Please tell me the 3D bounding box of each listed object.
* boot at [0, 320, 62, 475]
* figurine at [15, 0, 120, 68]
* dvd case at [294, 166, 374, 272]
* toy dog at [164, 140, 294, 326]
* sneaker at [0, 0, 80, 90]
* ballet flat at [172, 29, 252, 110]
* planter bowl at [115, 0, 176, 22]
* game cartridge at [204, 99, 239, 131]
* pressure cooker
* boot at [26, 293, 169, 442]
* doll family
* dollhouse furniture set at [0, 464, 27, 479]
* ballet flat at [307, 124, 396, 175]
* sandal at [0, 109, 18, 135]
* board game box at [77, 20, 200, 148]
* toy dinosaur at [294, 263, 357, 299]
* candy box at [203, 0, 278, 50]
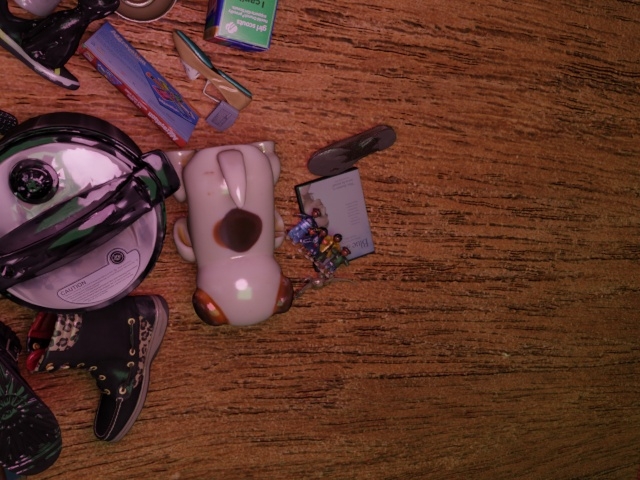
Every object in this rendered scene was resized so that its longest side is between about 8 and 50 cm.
[{"bbox_3d":[-0.697,0.324,1.325,0.131,0.260,0.348,-29,112,-22],"label":"boot"},{"bbox_3d":[-0.484,-0.475,1.155,0.209,0.215,0.092,-27,160,20],"label":"figurine"},{"bbox_3d":[0.042,-0.054,1.617,0.180,0.022,0.253,-19,113,-14],"label":"dvd case"},{"bbox_3d":[-0.180,-0.011,1.353,0.284,0.395,0.408,-11,102,-27],"label":"toy dog"},{"bbox_3d":[-0.586,-0.408,1.232,0.234,0.084,0.097,38,89,-27],"label":"sneaker"},{"bbox_3d":[-0.260,-0.377,1.373,0.232,0.080,0.073,39,104,-25],"label":"ballet flat"},{"bbox_3d":[-0.383,-0.538,1.254,0.162,0.109,0.162,-6,108,-19],"label":"planter bowl"},{"bbox_3d":[-0.230,-0.292,1.415,0.056,0.083,0.017,33,49,-24],"label":"game cartridge"},{"bbox_3d":[-0.502,-0.055,1.189,0.375,0.420,0.370,17,99,-25],"label":"pressure cooker"},{"bbox_3d":[-0.534,0.289,1.393,0.284,0.138,0.378,17,97,-48],"label":"boot"},{"bbox_3d":[0.000,0.000,1.567,0.111,0.076,0.193,-46,113,4],"label":"doll family"},{"bbox_3d":[-0.790,0.531,1.330,0.198,0.303,0.287,-10,110,-19],"label":"dollhouse furniture set"},{"bbox_3d":[0.078,-0.240,1.560,0.249,0.058,0.084,-25,134,-6],"label":"ballet flat"},{"bbox_3d":[-0.728,-0.272,1.252,0.179,0.040,0.067,25,102,-40],"label":"sandal"},{"bbox_3d":[-0.384,-0.337,1.303,0.027,0.145,0.281,-31,119,26],"label":"board game box"},{"bbox_3d":[0.010,0.108,1.635,0.183,0.053,0.093,-13,147,-8],"label":"toy dinosaur"},{"bbox_3d":[-0.154,-0.563,1.245,0.122,0.268,0.317,7,104,-19],"label":"candy box"}]
